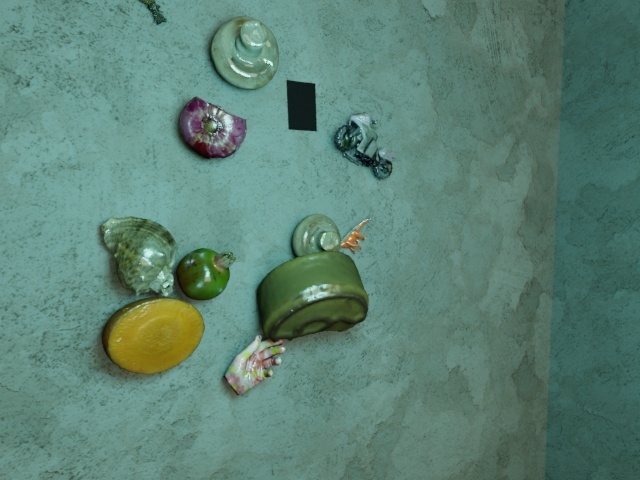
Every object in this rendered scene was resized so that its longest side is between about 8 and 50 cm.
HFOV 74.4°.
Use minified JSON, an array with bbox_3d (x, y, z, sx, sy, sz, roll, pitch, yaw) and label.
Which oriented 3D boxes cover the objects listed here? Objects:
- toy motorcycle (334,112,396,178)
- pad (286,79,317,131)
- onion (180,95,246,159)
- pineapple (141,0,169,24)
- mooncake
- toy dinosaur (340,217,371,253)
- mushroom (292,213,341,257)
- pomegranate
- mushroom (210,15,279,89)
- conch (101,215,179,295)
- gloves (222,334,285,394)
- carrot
[{"bbox_3d":[0.200,-0.396,1.734,0.327,0.143,0.188,29,77,-35],"label":"toy motorcycle"},{"bbox_3d":[-0.072,-0.526,1.651,0.127,0.004,0.190,-4,94,-30],"label":"pad"},{"bbox_3d":[-0.360,-0.362,1.399,0.207,0.200,0.201,23,80,-41],"label":"onion"},{"bbox_3d":[-0.541,-0.754,1.356,0.058,0.058,0.124,-43,125,-21],"label":"pineapple"},{"bbox_3d":[-0.029,0.221,1.552,0.394,0.246,0.393,-26,147,7],"label":"mooncake"},{"bbox_3d":[0.120,0.013,1.753,0.101,0.055,0.279,38,75,-15],"label":"toy dinosaur"},{"bbox_3d":[0.000,0.000,1.598,0.204,0.204,0.204,-1,92,-30],"label":"mushroom"},{"bbox_3d":[-0.365,0.102,1.387,0.180,0.209,0.180,49,26,-34],"label":"pomegranate"},{"bbox_3d":[-0.240,-0.644,1.425,0.243,0.243,0.244,-1,92,-30],"label":"mushroom"},{"bbox_3d":[-0.546,0.043,1.309,0.210,0.159,0.291,-41,109,-22],"label":"conch"},{"bbox_3d":[-0.232,0.439,1.527,0.241,0.126,0.145,-38,85,-20],"label":"gloves"},{"bbox_3d":[-0.524,0.297,1.346,0.307,0.100,0.258,-4,107,-38],"label":"carrot"}]
